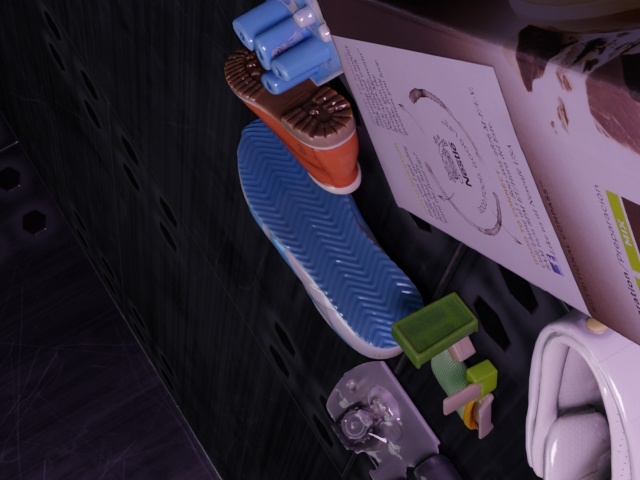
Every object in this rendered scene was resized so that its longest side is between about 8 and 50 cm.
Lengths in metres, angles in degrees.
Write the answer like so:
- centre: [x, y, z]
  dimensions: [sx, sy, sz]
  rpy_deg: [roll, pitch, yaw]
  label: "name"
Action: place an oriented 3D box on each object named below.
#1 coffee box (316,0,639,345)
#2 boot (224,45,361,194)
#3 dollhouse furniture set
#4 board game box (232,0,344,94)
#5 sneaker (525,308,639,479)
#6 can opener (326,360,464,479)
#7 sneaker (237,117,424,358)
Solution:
- centre: [0.140, -0.061, 0.632]
  dimensions: [0.297, 0.168, 0.119]
  rpy_deg: [33, 149, 61]
  label: "coffee box"
- centre: [-0.021, -0.097, 1.372]
  dimensions: [0.158, 0.059, 0.084]
  rpy_deg: [47, 166, 41]
  label: "boot"
- centre: [0.094, 0.106, 1.357]
  dimensions: [0.076, 0.059, 0.151]
  rpy_deg: [53, 164, 30]
  label: "dollhouse furniture set"
- centre: [-0.061, -0.291, 1.132]
  dimensions: [0.390, 0.050, 0.390]
  rpy_deg: [62, 166, -4]
  label: "board game box"
- centre: [0.178, 0.108, 0.838]
  dimensions: [0.108, 0.169, 0.292]
  rpy_deg: [43, 159, 46]
  label: "sneaker"
- centre: [0.107, 0.233, 1.594]
  dimensions: [0.283, 0.076, 0.095]
  rpy_deg: [55, -163, 20]
  label: "can opener"
- centre: [0.000, 0.000, 1.427]
  dimensions: [0.228, 0.087, 0.092]
  rpy_deg: [59, 168, 13]
  label: "sneaker"
